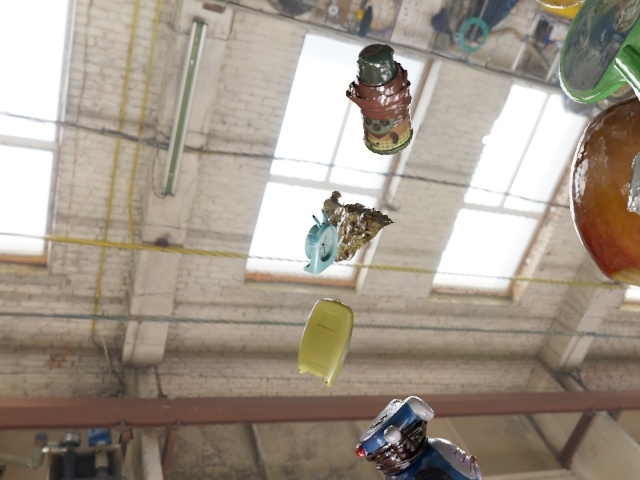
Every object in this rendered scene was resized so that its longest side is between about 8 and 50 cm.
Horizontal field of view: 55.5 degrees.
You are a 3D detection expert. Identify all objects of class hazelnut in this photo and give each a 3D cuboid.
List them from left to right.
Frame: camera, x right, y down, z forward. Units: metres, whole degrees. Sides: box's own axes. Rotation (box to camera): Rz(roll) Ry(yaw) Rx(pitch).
[{"bbox_3d":[0.609,-0.083,1.026,0.365,0.366,0.366,14,-156,-7],"label":"hazelnut"}]

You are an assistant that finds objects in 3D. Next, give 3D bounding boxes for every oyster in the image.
[{"bbox_3d":[0.063,-0.035,1.747,0.111,0.204,0.396,41,176,-24],"label":"oyster"}]

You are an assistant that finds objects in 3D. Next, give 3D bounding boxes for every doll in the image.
[{"bbox_3d":[0.241,0.551,1.450,0.310,0.240,0.284,49,173,6],"label":"doll"}]

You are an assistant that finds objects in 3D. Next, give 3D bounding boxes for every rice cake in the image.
[{"bbox_3d":[0.414,-0.078,0.771,0.036,0.047,0.206,37,-147,10],"label":"rice cake"}]

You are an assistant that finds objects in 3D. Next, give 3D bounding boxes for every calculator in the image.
[{"bbox_3d":[0.012,0.271,1.681,0.157,0.237,0.033,14,176,40],"label":"calculator"}]

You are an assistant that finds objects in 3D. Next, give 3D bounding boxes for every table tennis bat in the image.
[{"bbox_3d":[0.341,-0.215,0.689,0.039,0.160,0.257,14,-141,-15],"label":"table tennis bat"}]

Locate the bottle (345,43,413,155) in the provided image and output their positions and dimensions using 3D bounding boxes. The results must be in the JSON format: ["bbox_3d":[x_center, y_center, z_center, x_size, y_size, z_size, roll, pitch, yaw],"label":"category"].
[{"bbox_3d":[0.141,-0.344,1.470,0.156,0.271,0.143,-26,-132,-7],"label":"bottle"}]

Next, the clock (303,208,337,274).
[{"bbox_3d":[0.001,0.000,1.449,0.045,0.147,0.108,14,-154,26],"label":"clock"}]

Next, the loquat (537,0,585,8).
[{"bbox_3d":[0.554,-0.641,1.359,0.235,0.235,0.235,14,-156,-7],"label":"loquat"}]
